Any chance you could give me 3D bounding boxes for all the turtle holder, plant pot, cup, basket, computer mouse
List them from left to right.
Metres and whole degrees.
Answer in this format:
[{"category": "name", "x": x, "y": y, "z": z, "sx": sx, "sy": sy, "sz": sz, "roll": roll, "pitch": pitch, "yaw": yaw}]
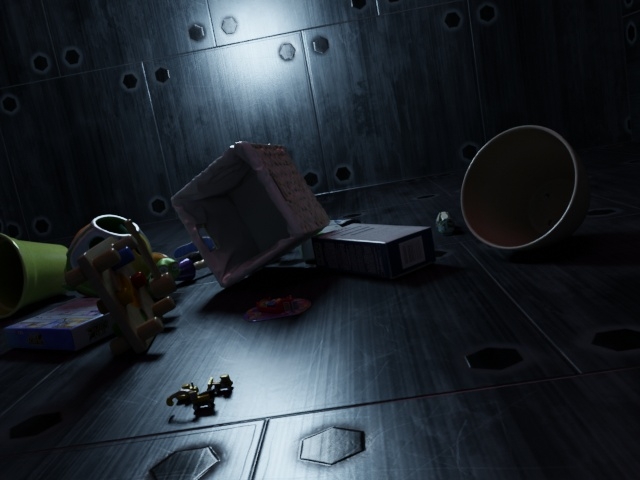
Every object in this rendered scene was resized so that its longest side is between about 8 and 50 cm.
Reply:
[{"category": "plant pot", "x": -0.982, "y": 0.108, "z": 2.064, "sx": 0.276, "sy": 0.276, "sz": 0.254, "roll": -5, "pitch": 0, "yaw": 26}, {"category": "turtle holder", "x": -0.609, "y": 0.068, "z": 1.829, "sx": 0.320, "sy": 0.227, "sz": 0.243, "roll": 33, "pitch": 28, "yaw": 31}, {"category": "computer mouse", "x": -0.388, "y": 0.054, "z": 2.321, "sx": 0.242, "sy": 0.041, "sz": 0.071, "roll": -13, "pitch": -15, "yaw": -42}, {"category": "basket", "x": -0.203, "y": -0.090, "z": 1.859, "sx": 0.331, "sy": 0.328, "sz": 0.266, "roll": -34, "pitch": -4, "yaw": 28}, {"category": "cup", "x": 0.583, "y": -0.113, "z": 1.644, "sx": 0.237, "sy": 0.331, "sz": 0.331, "roll": 16, "pitch": -10, "yaw": -41}]

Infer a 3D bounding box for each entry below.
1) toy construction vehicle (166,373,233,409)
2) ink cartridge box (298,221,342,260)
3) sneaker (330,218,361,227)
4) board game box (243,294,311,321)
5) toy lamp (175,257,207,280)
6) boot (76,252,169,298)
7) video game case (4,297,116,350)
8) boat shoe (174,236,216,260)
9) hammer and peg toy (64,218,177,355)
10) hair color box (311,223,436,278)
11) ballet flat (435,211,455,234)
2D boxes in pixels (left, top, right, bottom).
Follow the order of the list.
[{"category": "toy construction vehicle", "x": -0.206, "y": 0.256, "z": 1.047, "sx": 0.098, "sy": 0.035, "sz": 0.086, "roll": -9, "pitch": 10, "yaw": 5}, {"category": "ink cartridge box", "x": 0.000, "y": 0.000, "z": 2.074, "sx": 0.153, "sy": 0.086, "sz": 0.208, "roll": -11, "pitch": 10, "yaw": -7}, {"category": "sneaker", "x": 0.048, "y": -0.036, "z": 2.284, "sx": 0.211, "sy": 0.080, "sz": 0.081, "roll": -4, "pitch": 1, "yaw": -25}, {"category": "board game box", "x": -0.109, "y": 0.155, "z": 1.500, "sx": 0.169, "sy": 0.033, "sz": 0.133, "roll": -10, "pitch": 11, "yaw": 1}, {"category": "toy lamp", "x": -0.389, "y": 0.076, "z": 2.070, "sx": 0.080, "sy": 0.080, "sz": 0.275, "roll": -1, "pitch": 15, "yaw": 41}, {"category": "boot", "x": -0.655, "y": 0.128, "z": 2.037, "sx": 0.295, "sy": 0.104, "sz": 0.211, "roll": -8, "pitch": 16, "yaw": 31}, {"category": "video game case", "x": -0.637, "y": 0.215, "z": 1.605, "sx": 0.270, "sy": 0.061, "sz": 0.244, "roll": -4, "pitch": 11, "yaw": 31}, {"category": "boat shoe", "x": -0.470, "y": 0.035, "z": 2.357, "sx": 0.183, "sy": 0.066, "sz": 0.066, "roll": -14, "pitch": -26, "yaw": 17}, {"category": "hammer and peg toy", "x": -0.472, "y": 0.107, "z": 1.490, "sx": 0.127, "sy": 0.266, "sz": 0.361, "roll": -29, "pitch": 12, "yaw": 0}, {"category": "hair color box", "x": 0.144, "y": 0.024, "z": 1.756, "sx": 0.174, "sy": 0.105, "sz": 0.347, "roll": -17, "pitch": 13, "yaw": -33}, {"category": "ballet flat", "x": 0.426, "y": -0.066, "z": 2.085, "sx": 0.070, "sy": 0.070, "sz": 0.188, "roll": -9, "pitch": 10, "yaw": 5}]
